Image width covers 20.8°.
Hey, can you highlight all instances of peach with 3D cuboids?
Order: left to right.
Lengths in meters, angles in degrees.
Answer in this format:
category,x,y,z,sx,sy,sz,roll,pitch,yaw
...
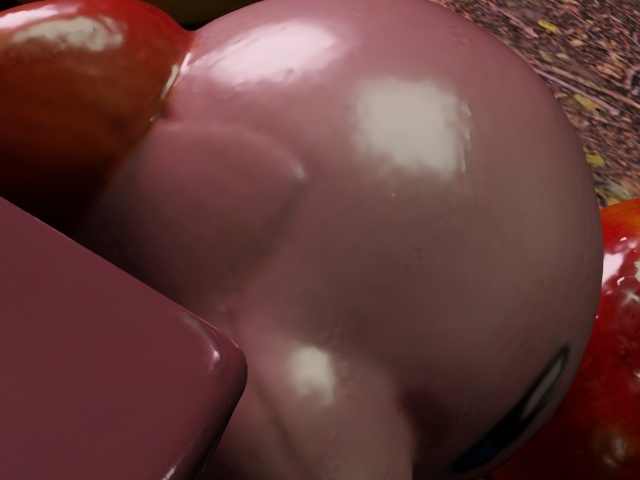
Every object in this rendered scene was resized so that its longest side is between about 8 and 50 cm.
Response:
category,x,y,z,sx,sy,sz,roll,pitch,yaw
peach,0.167,0.080,0.896,0.190,0.226,0.196,-10,74,-5

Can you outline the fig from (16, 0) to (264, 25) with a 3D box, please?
category,x,y,z,sx,sy,sz,roll,pitch,yaw
fig,-0.100,-0.254,1.099,0.258,0.258,0.326,34,40,10

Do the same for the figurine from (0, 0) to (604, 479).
category,x,y,z,sx,sy,sz,roll,pitch,yaw
figurine,-0.001,-0.009,0.723,0.261,0.211,0.270,45,-1,20

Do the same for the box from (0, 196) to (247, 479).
category,x,y,z,sx,sy,sz,roll,pitch,yaw
box,-0.153,0.101,0.513,0.193,0.167,0.294,29,27,5
